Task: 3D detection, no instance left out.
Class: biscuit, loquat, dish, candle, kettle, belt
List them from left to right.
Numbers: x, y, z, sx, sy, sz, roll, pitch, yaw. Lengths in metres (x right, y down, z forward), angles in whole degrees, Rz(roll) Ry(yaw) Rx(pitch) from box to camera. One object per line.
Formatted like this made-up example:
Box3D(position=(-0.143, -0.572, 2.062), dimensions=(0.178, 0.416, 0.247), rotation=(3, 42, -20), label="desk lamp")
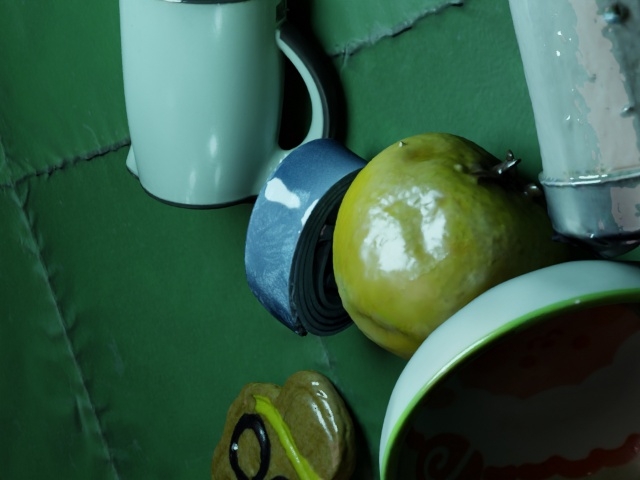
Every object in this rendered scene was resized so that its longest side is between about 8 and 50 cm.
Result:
Box3D(position=(-0.088, -0.147, 1.860), dimensions=(0.221, 0.161, 0.236), rotation=(10, 119, 14), label="kettle")
Box3D(position=(-0.052, 0.256, 2.039), dimensions=(0.208, 0.041, 0.290), rotation=(59, 135, 33), label="biscuit")
Box3D(position=(0.000, 0.000, 1.816), dimensions=(0.082, 0.141, 0.190), rotation=(35, 133, 38), label="belt")
Box3D(position=(0.115, 0.008, 1.653), dimensions=(0.213, 0.213, 0.213), rotation=(24, 124, 42), label="loquat")
Box3D(position=(0.193, 0.121, 1.548), dimensions=(0.124, 0.324, 0.324), rotation=(-109, 27, -46), label="dish")
Box3D(position=(0.235, -0.160, 1.433), dimensions=(0.187, 0.187, 0.330), rotation=(-2, 103, 51), label="candle")
